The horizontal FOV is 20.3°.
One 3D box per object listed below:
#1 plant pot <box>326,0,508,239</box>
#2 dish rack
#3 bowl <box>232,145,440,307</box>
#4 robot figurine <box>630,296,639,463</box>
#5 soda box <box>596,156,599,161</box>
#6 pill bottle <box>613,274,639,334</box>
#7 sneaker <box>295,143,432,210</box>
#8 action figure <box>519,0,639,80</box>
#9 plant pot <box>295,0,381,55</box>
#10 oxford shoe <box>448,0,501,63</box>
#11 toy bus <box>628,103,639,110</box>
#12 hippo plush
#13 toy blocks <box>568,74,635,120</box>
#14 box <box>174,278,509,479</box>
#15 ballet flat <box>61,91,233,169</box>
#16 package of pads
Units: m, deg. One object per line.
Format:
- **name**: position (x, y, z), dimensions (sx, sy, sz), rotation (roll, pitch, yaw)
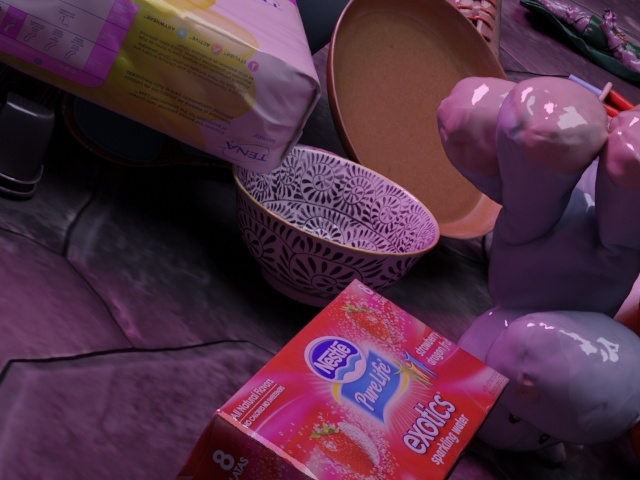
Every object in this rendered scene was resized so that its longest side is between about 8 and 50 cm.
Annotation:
- **plant pot**: position (0.087, -0.110, 1.547), dimensions (0.236, 0.032, 0.236), rotation (20, 59, -39)
- **dish rack**: position (-0.291, -0.153, 1.379), dimensions (0.208, 0.074, 0.271), rotation (26, 22, -15)
- **bowl**: position (0.000, 0.000, 1.389), dimensions (0.170, 0.080, 0.170), rotation (18, 23, -8)
- **robot figurine**: position (0.310, 0.108, 1.418), dimensions (0.128, 0.219, 0.158), rotation (4, 1, 1)
- **soda box**: position (0.243, -0.053, 1.784), dimensions (0.263, 0.083, 0.092), rotation (27, 25, -10)
- **pill bottle**: position (0.233, 0.025, 1.576), dimensions (0.117, 0.117, 0.215), rotation (12, 30, -36)
- **sneaker**: position (0.020, -0.041, 1.549), dimensions (0.162, 0.063, 0.073), rotation (26, 13, -32)
- **action figure**: position (0.377, -0.277, 2.417), dimensions (0.232, 0.063, 0.137), rotation (35, 21, 1)
- **plant pot**: position (-0.063, -0.272, 1.625), dimensions (0.235, 0.293, 0.293), rotation (52, 23, -5)
- **oxford shoe**: position (0.142, -0.228, 1.951), dimensions (0.123, 0.130, 0.348), rotation (21, 25, -21)
- **toy bus**: position (0.364, 0.013, 1.607), dimensions (0.108, 0.130, 0.333), rotation (54, -10, 48)
- **hippo plush**: position (0.154, 0.030, 1.322), dimensions (0.234, 0.237, 0.294), rotation (31, -16, -23)
- **toy blocks**: position (0.351, -0.143, 2.123), dimensions (0.148, 0.054, 0.123), rotation (32, 23, 3)
- **box**: position (0.007, 0.136, 1.087), dimensions (0.128, 0.123, 0.257), rotation (33, 24, 8)
- **ballet flat**: position (-0.137, -0.094, 1.465), dimensions (0.206, 0.073, 0.067), rotation (12, 2, -42)
- **package of pads**: position (-0.149, -0.181, 1.385), dimensions (0.296, 0.101, 0.229), rotation (23, 22, -17)
